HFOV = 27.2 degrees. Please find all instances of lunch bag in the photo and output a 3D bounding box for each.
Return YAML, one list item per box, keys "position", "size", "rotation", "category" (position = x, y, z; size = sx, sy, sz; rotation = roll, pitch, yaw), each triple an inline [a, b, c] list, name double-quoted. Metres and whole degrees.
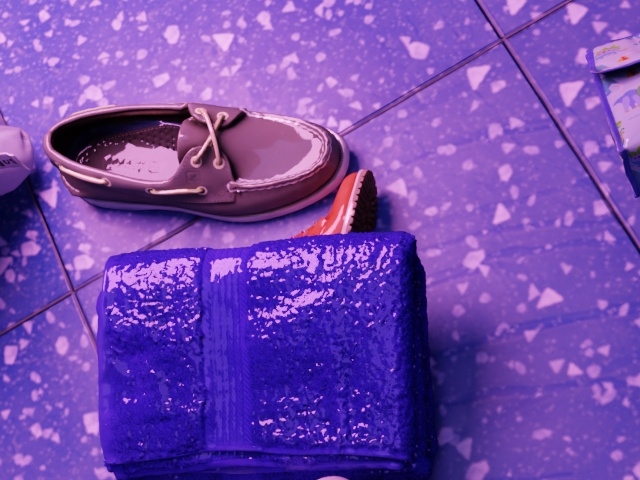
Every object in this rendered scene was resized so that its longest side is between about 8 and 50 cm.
- position: [0.315, -0.135, 1.183]
  size: [0.129, 0.096, 0.151]
  rotation: [-18, 51, 14]
  category: "lunch bag"

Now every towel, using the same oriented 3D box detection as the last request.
- position: [-0.056, 0.112, 1.182]
  size: [0.308, 0.076, 0.227]
  rotation: [-5, 87, 17]
  category: "towel"

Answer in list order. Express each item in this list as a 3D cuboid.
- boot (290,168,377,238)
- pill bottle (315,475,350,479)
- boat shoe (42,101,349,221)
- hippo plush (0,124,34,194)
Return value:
- position: [0.000, 0.000, 1.250]
  size: [0.085, 0.059, 0.158]
  rotation: [15, 76, 27]
  category: "boot"
- position: [0.090, 0.343, 1.014]
  size: [0.334, 0.188, 0.188]
  rotation: [30, 81, 25]
  category: "pill bottle"
- position: [-0.126, -0.083, 1.301]
  size: [0.305, 0.091, 0.109]
  rotation: [0, 70, 18]
  category: "boat shoe"
- position: [-0.395, 0.006, 1.324]
  size: [0.294, 0.234, 0.236]
  rotation: [14, 105, 37]
  category: "hippo plush"
